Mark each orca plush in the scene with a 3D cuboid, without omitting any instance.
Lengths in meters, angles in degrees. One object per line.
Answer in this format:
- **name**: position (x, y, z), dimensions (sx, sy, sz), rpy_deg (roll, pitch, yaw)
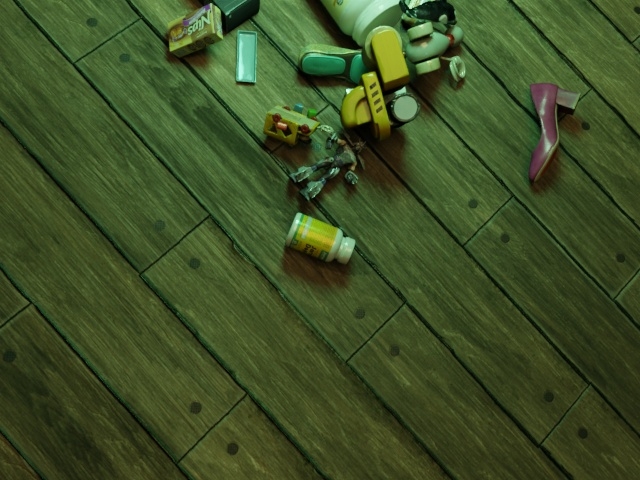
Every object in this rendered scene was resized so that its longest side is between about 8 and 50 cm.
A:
- **orca plush**: position (0.378, -0.802, 1.598), dimensions (0.287, 0.151, 0.102), rpy_deg (-9, 123, -33)

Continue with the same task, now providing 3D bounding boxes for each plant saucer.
- **plant saucer**: position (-0.257, -0.640, 1.643), dimensions (0.067, 0.018, 0.192), rpy_deg (1, 79, -8)

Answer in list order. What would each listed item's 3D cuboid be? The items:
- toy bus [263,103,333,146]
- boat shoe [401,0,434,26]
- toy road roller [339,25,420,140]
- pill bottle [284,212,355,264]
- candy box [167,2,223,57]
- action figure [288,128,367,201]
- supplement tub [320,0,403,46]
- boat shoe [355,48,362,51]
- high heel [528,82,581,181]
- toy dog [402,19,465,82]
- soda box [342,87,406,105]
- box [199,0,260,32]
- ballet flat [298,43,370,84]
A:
- **toy bus**: position (-0.088, -0.367, 1.564), dimensions (0.191, 0.104, 0.202), rpy_deg (-5, 42, -29)
- **boat shoe**: position (0.366, -0.939, 1.739), dimensions (0.103, 0.113, 0.302), rpy_deg (9, 80, -13)
- **toy road roller**: position (0.162, -0.486, 1.514), dimensions (0.241, 0.202, 0.329), rpy_deg (-17, 99, 2)
- **pill bottle**: position (0.000, 0.000, 1.517), dimensions (0.208, 0.117, 0.117), rpy_deg (22, 78, -5)
- **candy box**: position (-0.417, -0.696, 1.566), dimensions (0.187, 0.053, 0.109), rpy_deg (-10, 81, 25)
- **action figure**: position (0.041, -0.250, 1.571), dimensions (0.285, 0.099, 0.185), rpy_deg (-36, 104, -5)
- **supplement tub**: position (0.119, -0.870, 1.627), dimensions (0.235, 0.235, 0.324), rpy_deg (-34, 86, -12)
- **boat shoe**: position (0.171, -0.663, 1.702), dimensions (0.100, 0.035, 0.035), rpy_deg (9, 76, -14)
- **high heel**: position (0.796, -0.400, 1.734), dimensions (0.181, 0.127, 0.377), rpy_deg (24, 80, 26)
- **toy dog**: position (0.376, -0.677, 1.664), dimensions (0.334, 0.161, 0.220), rpy_deg (-10, 99, -51)
- **soda box**: position (0.192, -0.493, 1.657), dimensions (0.216, 0.069, 0.073), rpy_deg (-8, 81, -9)
- **box**: position (-0.331, -0.857, 1.623), dimensions (0.153, 0.108, 0.207), rpy_deg (-39, 88, -13)
- **ballet flat**: position (0.095, -0.625, 1.652), dimensions (0.349, 0.123, 0.123), rpy_deg (5, 79, -9)
